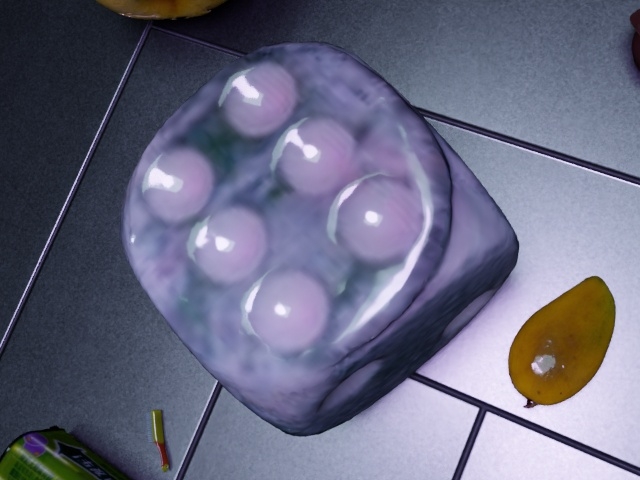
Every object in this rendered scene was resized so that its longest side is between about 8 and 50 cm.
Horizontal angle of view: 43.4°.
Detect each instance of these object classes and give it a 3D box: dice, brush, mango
[{"bbox_3d":[0.000,0.000,0.914,0.330,0.348,0.328,-42,70,1],"label":"dice"},{"bbox_3d":[-0.220,0.271,1.082,0.021,0.019,0.083,-19,74,19],"label":"brush"},{"bbox_3d":[0.293,0.122,0.965,0.101,0.066,0.187,38,81,17],"label":"mango"}]

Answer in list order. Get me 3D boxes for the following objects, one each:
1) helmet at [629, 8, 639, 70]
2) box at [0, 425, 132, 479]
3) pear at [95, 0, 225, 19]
[{"bbox_3d":[0.426,-0.235,1.009,0.089,0.057,0.111,-26,63,-30],"label":"helmet"},{"bbox_3d":[-0.249,0.366,1.010,0.345,0.134,0.097,30,89,17],"label":"box"},{"bbox_3d":[-0.210,-0.470,1.075,0.348,0.348,0.348,-3,78,13],"label":"pear"}]
